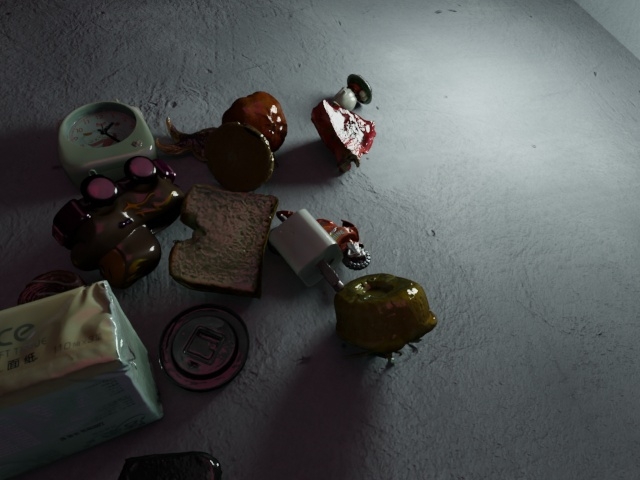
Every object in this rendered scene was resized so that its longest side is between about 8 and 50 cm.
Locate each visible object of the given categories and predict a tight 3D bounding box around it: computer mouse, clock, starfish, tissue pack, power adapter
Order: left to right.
[{"bbox_3d":[-0.549,0.284,0.800,0.404,0.332,0.205,-17,55,-18],"label":"tissue pack"},{"bbox_3d":[-0.672,-0.323,1.331,0.265,0.109,0.324,-18,59,-17],"label":"clock"},{"bbox_3d":[-0.301,0.487,0.846,0.216,0.074,0.122,-5,54,-2],"label":"computer mouse"},{"bbox_3d":[-0.423,-0.331,1.397,0.238,0.071,0.216,-23,56,-32],"label":"starfish"},{"bbox_3d":[-0.279,0.257,1.024,0.214,0.042,0.215,4,56,-5],"label":"clock"},{"bbox_3d":[-0.014,0.043,1.045,0.125,0.130,0.205,-39,62,-6],"label":"power adapter"}]

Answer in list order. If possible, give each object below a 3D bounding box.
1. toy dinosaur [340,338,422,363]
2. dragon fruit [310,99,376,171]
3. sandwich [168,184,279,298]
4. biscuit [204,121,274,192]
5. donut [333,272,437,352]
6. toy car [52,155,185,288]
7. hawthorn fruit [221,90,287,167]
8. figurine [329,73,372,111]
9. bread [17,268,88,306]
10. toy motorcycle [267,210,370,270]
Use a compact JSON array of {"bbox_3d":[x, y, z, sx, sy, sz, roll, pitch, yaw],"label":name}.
[{"bbox_3d":[0.149,0.265,1.032,0.187,0.106,0.044,3,58,-6],"label":"toy dinosaur"},{"bbox_3d":[0.068,-0.328,1.410,0.261,0.134,0.212,10,63,-44],"label":"dragon fruit"},{"bbox_3d":[-0.253,0.002,1.099,0.248,0.095,0.274,11,80,-7],"label":"sandwich"},{"bbox_3d":[-0.247,-0.251,1.289,0.225,0.226,0.042,18,24,5],"label":"biscuit"},{"bbox_3d":[0.140,0.168,1.014,0.208,0.261,0.128,-21,103,-27],"label":"donut"},{"bbox_3d":[-0.481,-0.040,1.095,0.240,0.271,0.340,49,53,-3],"label":"toy car"},{"bbox_3d":[-0.191,-0.341,1.364,0.207,0.207,0.243,-28,91,-23],"label":"hawthorn fruit"},{"bbox_3d":[0.101,-0.521,1.565,0.132,0.132,0.153,41,73,19],"label":"figurine"},{"bbox_3d":[-0.641,0.148,1.034,0.160,0.073,0.161,3,55,-5],"label":"bread"},{"bbox_3d":[0.000,0.001,1.204,0.297,0.089,0.171,13,54,2],"label":"toy motorcycle"}]
